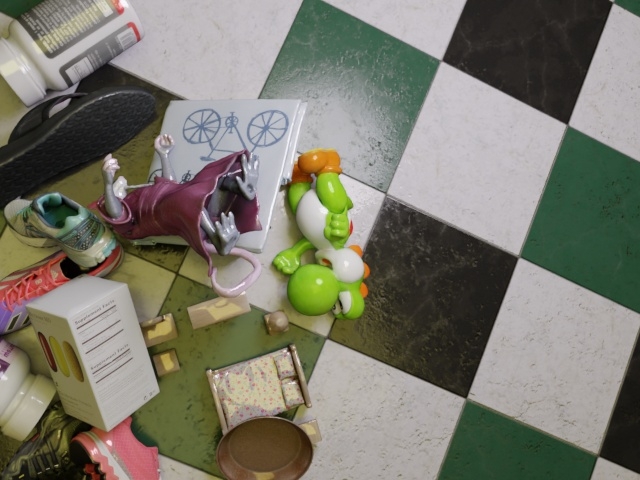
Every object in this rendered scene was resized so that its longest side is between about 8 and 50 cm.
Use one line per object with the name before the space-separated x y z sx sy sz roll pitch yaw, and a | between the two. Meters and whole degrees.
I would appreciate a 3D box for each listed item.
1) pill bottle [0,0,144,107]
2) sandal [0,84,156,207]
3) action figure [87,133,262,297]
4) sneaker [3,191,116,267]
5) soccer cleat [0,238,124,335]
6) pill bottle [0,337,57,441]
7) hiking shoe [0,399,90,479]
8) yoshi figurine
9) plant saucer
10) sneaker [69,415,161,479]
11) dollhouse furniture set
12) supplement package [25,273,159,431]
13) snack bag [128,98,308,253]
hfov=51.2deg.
pill bottle | -0.515 -0.404 1.345 0.283 0.161 0.161 -38 92 -12
sandal | -0.543 -0.210 1.327 0.445 0.167 0.107 -31 73 -13
action figure | -0.272 -0.055 1.246 0.248 0.370 0.276 -39 118 -54
sneaker | -0.513 -0.051 1.276 0.283 0.122 0.110 15 54 29
soccer cleat | -0.540 0.082 1.314 0.318 0.116 0.109 -31 91 -13
pill bottle | -0.654 0.247 1.240 0.301 0.169 0.169 35 79 -17
hiking shoe | -0.529 0.427 1.298 0.114 0.086 0.227 33 78 -3
yoshi figurine | -0.014 0.004 1.399 0.203 0.203 0.362 -16 90 4
plant saucer | -0.114 0.429 1.370 0.198 0.036 0.199 -3 116 -6
sneaker | -0.352 0.479 1.316 0.136 0.116 0.314 -40 107 -44
dollhouse furniture set | -0.177 0.290 1.336 0.303 0.174 0.356 -17 88 -12
supplement package | -0.421 0.205 1.247 0.134 0.139 0.244 -36 124 -46
snack bag | -0.205 -0.135 1.339 0.323 0.037 0.343 4 70 21
